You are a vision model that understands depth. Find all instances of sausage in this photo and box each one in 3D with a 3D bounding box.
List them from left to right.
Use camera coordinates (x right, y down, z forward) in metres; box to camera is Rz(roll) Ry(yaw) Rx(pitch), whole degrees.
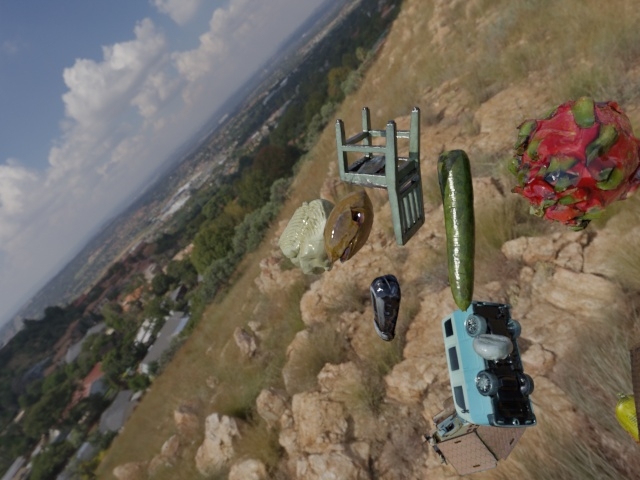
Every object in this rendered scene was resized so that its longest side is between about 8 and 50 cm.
[{"bbox_3d":[0.991,0.584,1.196,0.123,0.123,0.347,-40,41,10],"label":"sausage"}]

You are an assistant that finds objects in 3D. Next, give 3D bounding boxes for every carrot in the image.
[{"bbox_3d":[0.307,-0.023,0.934,0.074,0.074,0.359,-10,83,55],"label":"carrot"}]

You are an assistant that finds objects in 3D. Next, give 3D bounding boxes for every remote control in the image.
[{"bbox_3d":[0.162,0.185,1.098,0.066,0.266,0.090,-9,49,-3],"label":"remote control"}]

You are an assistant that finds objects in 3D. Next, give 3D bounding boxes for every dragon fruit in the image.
[{"bbox_3d":[0.541,-0.174,0.903,0.237,0.231,0.303,-13,55,56],"label":"dragon fruit"}]

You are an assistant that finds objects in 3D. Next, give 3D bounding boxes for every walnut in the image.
[{"bbox_3d":[0.082,-0.040,1.277,0.245,0.137,0.137,-64,20,7],"label":"walnut"}]

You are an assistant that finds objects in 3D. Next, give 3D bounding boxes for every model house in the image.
[{"bbox_3d":[0.502,0.634,1.404,0.326,0.169,0.244,-36,-3,4],"label":"model house"}]

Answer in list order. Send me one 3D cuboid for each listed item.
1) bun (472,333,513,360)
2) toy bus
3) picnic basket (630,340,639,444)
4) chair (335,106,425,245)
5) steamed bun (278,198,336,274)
[{"bbox_3d":[0.355,0.222,0.873,0.083,0.045,0.083,-5,5,1],"label":"bun"},{"bbox_3d":[0.382,0.295,0.994,0.165,0.133,0.272,133,141,-55],"label":"toy bus"},{"bbox_3d":[0.690,0.311,0.783,0.129,0.222,0.297,83,-168,-72],"label":"picnic basket"},{"bbox_3d":[0.134,-0.143,0.924,0.147,0.271,0.136,11,34,33],"label":"chair"},{"bbox_3d":[-0.001,-0.002,1.524,0.289,0.203,0.276,-50,32,33],"label":"steamed bun"}]
